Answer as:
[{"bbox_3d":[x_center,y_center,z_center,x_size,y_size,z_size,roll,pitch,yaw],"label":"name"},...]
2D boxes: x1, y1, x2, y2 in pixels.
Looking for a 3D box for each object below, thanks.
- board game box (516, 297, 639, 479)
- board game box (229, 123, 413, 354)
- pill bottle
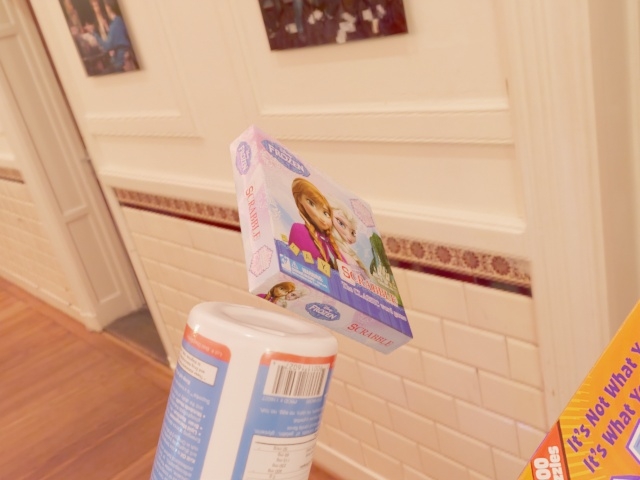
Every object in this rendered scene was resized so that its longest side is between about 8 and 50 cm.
[{"bbox_3d":[0.508,0.246,0.711,0.356,0.357,0.356,34,92,35],"label":"board game box"},{"bbox_3d":[0.000,0.000,1.051,0.066,0.319,0.317,-37,45,25],"label":"board game box"},{"bbox_3d":[-0.068,0.170,0.507,0.125,0.221,0.124,14,2,0],"label":"pill bottle"}]
